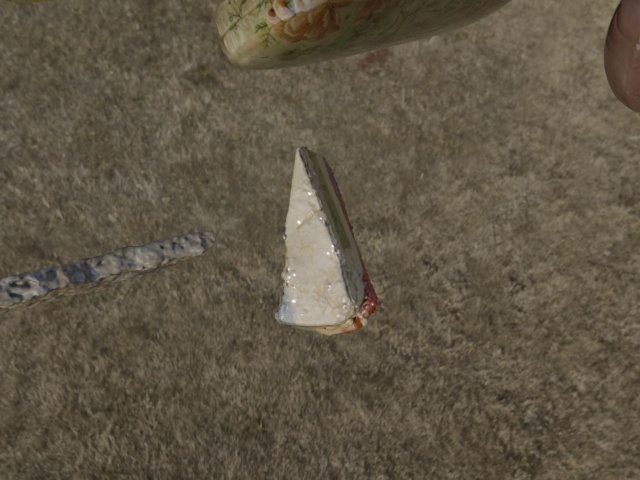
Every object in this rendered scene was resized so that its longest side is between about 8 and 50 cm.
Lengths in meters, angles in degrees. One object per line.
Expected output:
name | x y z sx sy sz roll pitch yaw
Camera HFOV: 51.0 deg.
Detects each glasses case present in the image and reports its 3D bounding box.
glasses case | 0.075 -0.258 0.707 0.425 0.156 0.098 -26 96 -42

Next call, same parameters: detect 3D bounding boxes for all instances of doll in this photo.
doll | 0.298 -0.151 0.527 0.145 0.188 0.096 -53 43 10

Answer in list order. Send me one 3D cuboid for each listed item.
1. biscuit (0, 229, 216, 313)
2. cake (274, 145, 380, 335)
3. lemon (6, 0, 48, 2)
biscuit | -0.244 0.037 0.720 0.250 0.133 0.032 -17 87 -36
cake | 0.018 0.005 0.793 0.117 0.086 0.220 10 88 23
lemon | -0.212 -0.277 0.377 0.268 0.268 0.322 -37 89 -27
